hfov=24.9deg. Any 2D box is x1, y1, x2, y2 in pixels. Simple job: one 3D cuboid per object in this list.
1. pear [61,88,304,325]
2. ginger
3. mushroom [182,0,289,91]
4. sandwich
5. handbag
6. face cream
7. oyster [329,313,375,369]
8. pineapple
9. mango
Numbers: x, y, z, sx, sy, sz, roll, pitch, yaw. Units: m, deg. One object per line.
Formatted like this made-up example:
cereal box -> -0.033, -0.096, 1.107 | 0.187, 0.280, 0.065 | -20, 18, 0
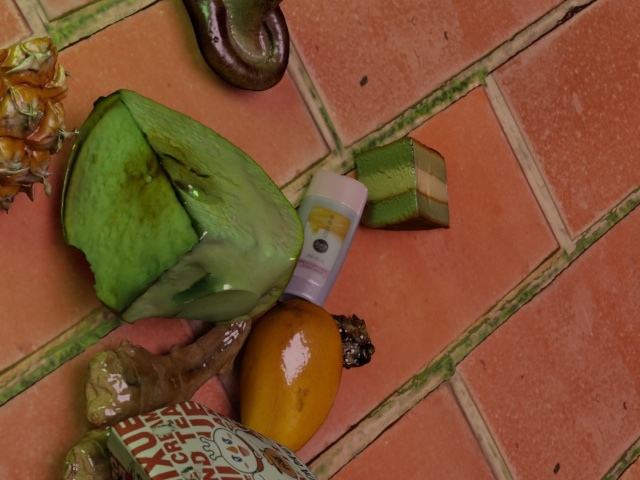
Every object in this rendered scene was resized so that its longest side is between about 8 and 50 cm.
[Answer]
pear -> -0.157, -0.014, 1.770 | 0.282, 0.176, 0.286 | 12, 38, -51
ginger -> -0.203, 0.179, 1.764 | 0.334, 0.081, 0.148 | -31, 101, -44
mushroom -> -0.075, -0.313, 1.867 | 0.148, 0.217, 0.227 | -36, 104, -38
sandwich -> 0.155, -0.077, 2.054 | 0.187, 0.144, 0.117 | 0, 84, -38
handbag -> -0.110, 0.299, 1.684 | 0.151, 0.171, 0.298 | -50, 139, 2
face cream -> 0.000, 0.000, 1.964 | 0.084, 0.057, 0.198 | 21, 65, -3
oyster -> 0.021, 0.135, 1.980 | 0.132, 0.029, 0.086 | -2, 83, -39
pineapple -> -0.376, -0.139, 1.645 | 0.114, 0.236, 0.186 | -20, 55, -44
mango -> -0.044, 0.184, 1.873 | 0.145, 0.112, 0.219 | 26, 78, -44
